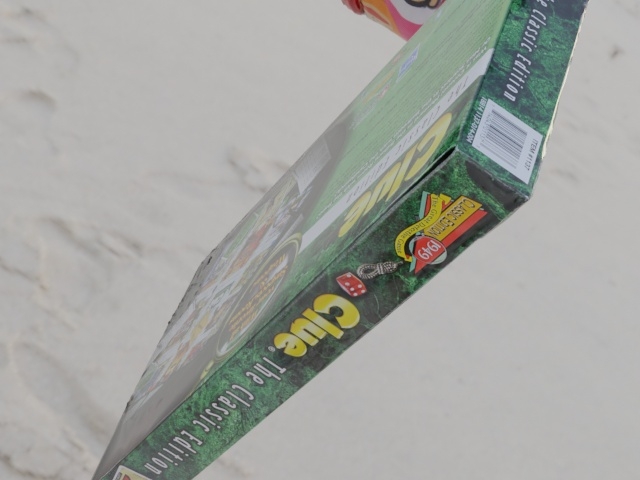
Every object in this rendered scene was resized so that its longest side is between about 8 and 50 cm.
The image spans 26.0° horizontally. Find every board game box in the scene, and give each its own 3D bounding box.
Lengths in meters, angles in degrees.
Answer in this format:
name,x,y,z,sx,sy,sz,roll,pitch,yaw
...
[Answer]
name,x,y,z,sx,sy,sz,roll,pitch,yaw
board game box,0.000,0.000,0.490,0.030,0.259,0.136,36,48,-10

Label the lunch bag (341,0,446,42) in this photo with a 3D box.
name,x,y,z,sx,sy,sz,roll,pitch,yaw
lunch bag,0.145,-0.300,1.043,0.120,0.293,0.258,33,36,25
